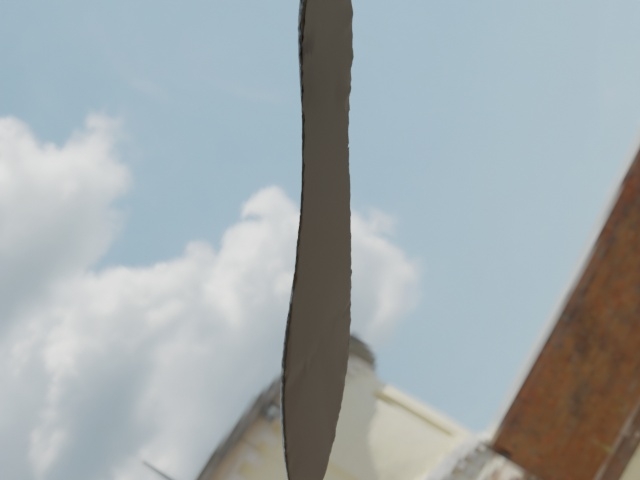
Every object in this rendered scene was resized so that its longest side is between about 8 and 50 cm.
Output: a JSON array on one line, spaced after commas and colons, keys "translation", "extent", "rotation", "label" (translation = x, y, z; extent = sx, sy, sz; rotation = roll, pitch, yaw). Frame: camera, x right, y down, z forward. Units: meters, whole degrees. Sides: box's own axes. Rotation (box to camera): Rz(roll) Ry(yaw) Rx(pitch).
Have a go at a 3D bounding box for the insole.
[{"translation": [0.000, 0.000, 0.652], "extent": [0.086, 0.005, 0.253], "rotation": [-32, -53, -66], "label": "insole"}]
